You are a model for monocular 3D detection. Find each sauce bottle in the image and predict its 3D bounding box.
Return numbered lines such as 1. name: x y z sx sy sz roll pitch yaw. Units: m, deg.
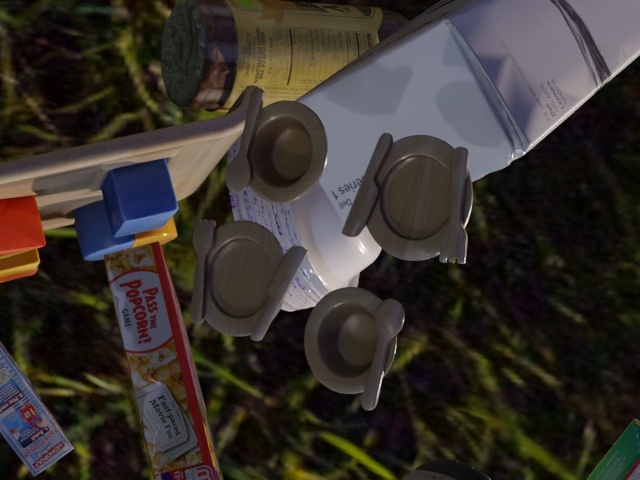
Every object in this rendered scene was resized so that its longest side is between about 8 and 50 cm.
1. sauce bottle: 0.017 -0.175 1.543 0.344 0.111 0.111 0 97 -31

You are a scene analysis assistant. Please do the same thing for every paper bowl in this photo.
1. paper bowl: -0.008 -0.053 2.179 0.284 0.148 0.284 -12 90 -71

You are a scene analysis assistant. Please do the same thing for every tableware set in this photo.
1. tableware set: 0.000 0.000 0.832 0.020 0.168 0.141 7 103 -57

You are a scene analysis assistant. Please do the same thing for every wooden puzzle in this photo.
1. wooden puzzle: -0.228 -0.021 1.378 0.347 0.322 0.081 -18 85 -15

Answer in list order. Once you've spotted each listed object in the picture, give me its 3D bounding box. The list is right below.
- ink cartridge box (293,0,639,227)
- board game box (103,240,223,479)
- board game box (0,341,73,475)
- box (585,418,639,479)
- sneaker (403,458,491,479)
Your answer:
1. ink cartridge box: 0.104 -0.111 0.984 0.219 0.160 0.093 -38 99 -43
2. board game box: -0.111 0.117 1.175 0.045 0.147 0.193 -15 70 -4
3. board game box: -0.373 0.175 1.861 0.060 0.194 0.194 -35 103 -10
4. box: 0.219 0.206 1.202 0.105 0.043 0.179 -50 162 -10
5. sneaker: 0.178 0.313 1.437 0.111 0.297 0.129 -46 143 -5
